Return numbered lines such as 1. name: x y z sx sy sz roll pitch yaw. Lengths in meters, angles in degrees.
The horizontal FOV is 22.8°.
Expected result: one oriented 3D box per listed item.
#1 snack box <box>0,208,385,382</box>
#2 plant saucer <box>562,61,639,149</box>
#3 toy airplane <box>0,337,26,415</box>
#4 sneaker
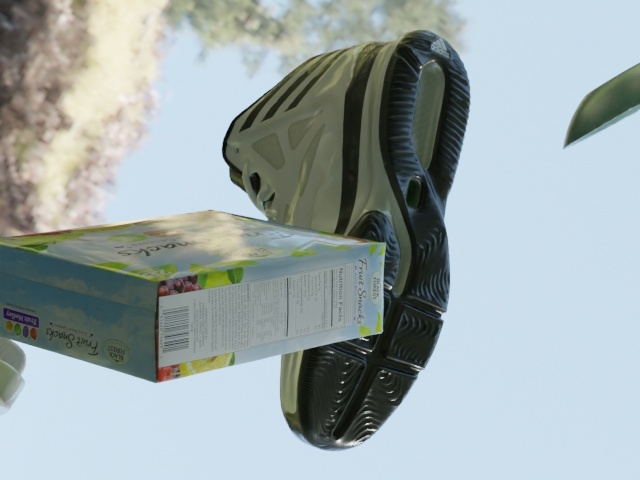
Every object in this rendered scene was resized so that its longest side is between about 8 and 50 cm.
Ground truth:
1. snack box: -0.087 0.031 1.043 0.175 0.207 0.070 11 -75 42
2. plant saucer: 0.308 -0.148 1.508 0.195 0.195 0.037 -30 -92 30
3. toy airplane: -0.393 0.045 1.101 0.272 0.386 0.384 -36 -131 -28
4. sneaker: 0.001 0.000 1.701 0.258 0.169 0.447 0 -109 48
